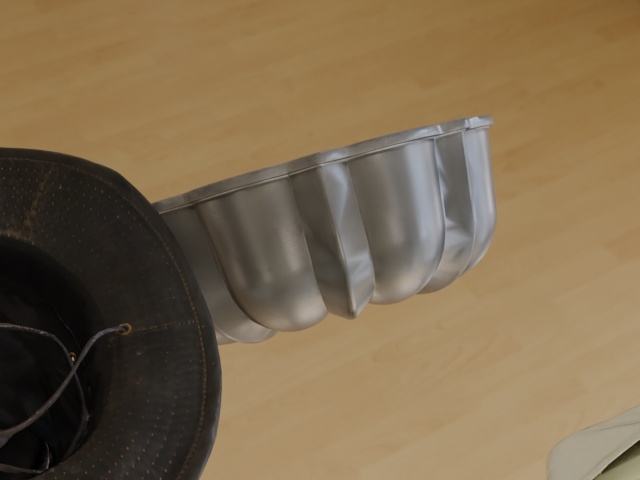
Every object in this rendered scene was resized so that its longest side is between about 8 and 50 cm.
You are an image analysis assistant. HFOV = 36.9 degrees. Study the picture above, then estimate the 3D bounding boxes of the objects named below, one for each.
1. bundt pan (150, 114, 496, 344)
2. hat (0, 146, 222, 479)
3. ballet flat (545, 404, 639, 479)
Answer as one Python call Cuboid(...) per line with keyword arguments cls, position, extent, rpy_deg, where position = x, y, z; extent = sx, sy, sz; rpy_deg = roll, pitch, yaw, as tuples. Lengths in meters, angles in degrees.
Cuboid(cls="bundt pan", position=(0.000, 0.000, 0.799), extent=(0.330, 0.331, 0.124), rpy_deg=(-17, 92, -18))
Cuboid(cls="hat", position=(-0.219, 0.092, 0.598), extent=(0.331, 0.134, 0.331), rpy_deg=(8, 49, -9))
Cuboid(cls="ballet flat", position=(0.405, 0.197, 0.977), extent=(0.139, 0.400, 0.139), rpy_deg=(37, 31, -27))
